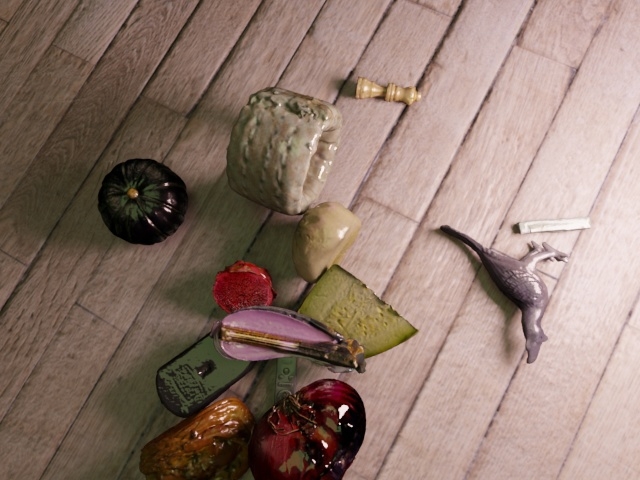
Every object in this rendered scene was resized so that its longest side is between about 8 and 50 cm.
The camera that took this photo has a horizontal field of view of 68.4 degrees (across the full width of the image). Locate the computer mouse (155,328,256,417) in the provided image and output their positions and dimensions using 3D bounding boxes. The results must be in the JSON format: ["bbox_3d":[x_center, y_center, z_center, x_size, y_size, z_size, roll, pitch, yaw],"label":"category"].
[{"bbox_3d":[-0.254,0.294,1.109,0.269,0.086,0.138,-36,82,-6],"label":"computer mouse"}]

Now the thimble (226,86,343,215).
[{"bbox_3d":[-0.079,-0.213,1.093,0.195,0.291,0.292,20,81,10],"label":"thimble"}]

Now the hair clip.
[{"bbox_3d":[-0.071,0.222,1.048,0.358,0.096,0.110,11,122,10],"label":"hair clip"}]

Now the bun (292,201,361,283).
[{"bbox_3d":[0.000,0.000,1.103,0.127,0.178,0.193,34,99,11],"label":"bun"}]

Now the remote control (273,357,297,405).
[{"bbox_3d":[-0.082,0.334,1.118,0.049,0.027,0.184,3,83,3],"label":"remote control"}]

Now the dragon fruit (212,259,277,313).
[{"bbox_3d":[-0.176,0.097,1.146,0.152,0.153,0.111,-4,37,5],"label":"dragon fruit"}]

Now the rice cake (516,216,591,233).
[{"bbox_3d":[0.557,-0.035,1.126,0.170,0.029,0.033,-4,81,5],"label":"rice cake"}]

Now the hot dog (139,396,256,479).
[{"bbox_3d":[-0.273,0.472,1.048,0.272,0.122,0.196,-29,115,-4],"label":"hot dog"}]

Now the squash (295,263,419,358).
[{"bbox_3d":[0.057,0.199,1.069,0.237,0.204,0.155,42,65,2],"label":"squash"}]

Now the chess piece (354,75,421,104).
[{"bbox_3d":[0.177,-0.387,1.228,0.171,0.060,0.060,10,79,5],"label":"chess piece"}]

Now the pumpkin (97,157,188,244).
[{"bbox_3d":[-0.440,-0.098,1.176,0.220,0.162,0.221,0,81,1],"label":"pumpkin"}]

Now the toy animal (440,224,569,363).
[{"bbox_3d":[0.460,0.070,1.088,0.205,0.081,0.367,-29,73,-3],"label":"toy animal"}]

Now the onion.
[{"bbox_3d":[-0.018,0.420,0.999,0.280,0.221,0.281,-1,93,-23],"label":"onion"}]
